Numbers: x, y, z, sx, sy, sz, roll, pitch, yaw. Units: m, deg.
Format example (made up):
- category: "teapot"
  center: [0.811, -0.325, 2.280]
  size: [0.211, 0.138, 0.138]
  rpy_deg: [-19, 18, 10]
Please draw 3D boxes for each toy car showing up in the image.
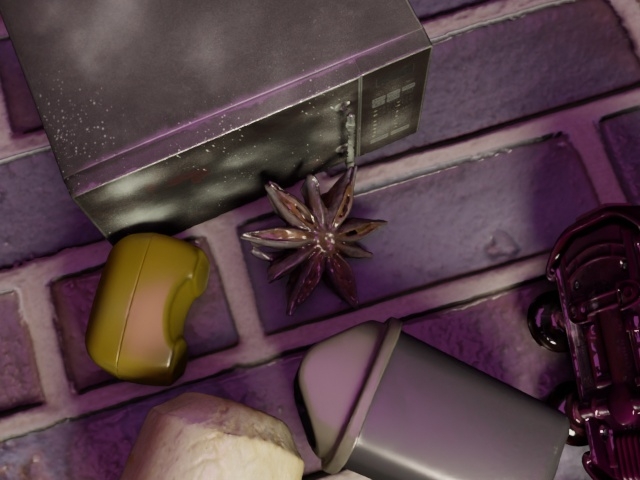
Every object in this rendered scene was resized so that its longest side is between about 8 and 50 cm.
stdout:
- category: "toy car"
  center: [0.408, 0.117, 1.016]
  size: [0.240, 0.271, 0.341]
  rpy_deg: [0, 75, -20]

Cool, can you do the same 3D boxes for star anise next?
- category: "star anise"
  center: [0.000, 0.000, 1.119]
  size: [0.182, 0.065, 0.195]
  rpy_deg: [-31, 100, -19]

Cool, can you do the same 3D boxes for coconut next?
- category: "coconut"
  center: [-0.126, 0.288, 0.986]
  size: [0.202, 0.202, 0.222]
  rpy_deg: [14, 71, 5]

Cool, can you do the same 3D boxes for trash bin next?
- category: "trash bin"
  center: [0.107, 0.202, 1.005]
  size: [0.290, 0.209, 0.182]
  rpy_deg: [24, 74, 2]

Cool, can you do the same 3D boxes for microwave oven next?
- category: "microwave oven"
  center: [-0.131, -0.234, 1.118]
  size: [0.432, 0.236, 0.374]
  rpy_deg: [-23, 75, -6]

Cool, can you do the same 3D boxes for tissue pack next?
- category: "tissue pack"
  center: [-0.214, 0.081, 1.086]
  size: [0.127, 0.123, 0.178]
  rpy_deg: [12, 75, 1]
